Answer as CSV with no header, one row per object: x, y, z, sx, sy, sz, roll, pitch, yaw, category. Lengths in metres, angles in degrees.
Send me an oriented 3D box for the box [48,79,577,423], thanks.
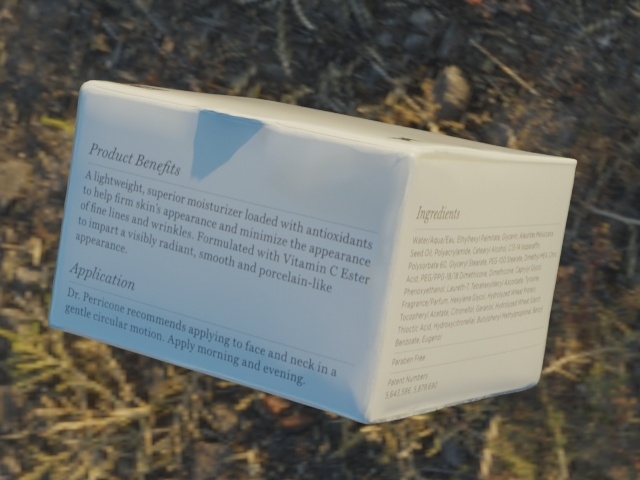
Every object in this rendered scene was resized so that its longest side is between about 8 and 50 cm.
0.000,0.000,0.735,0.181,0.182,0.119,14,98,31,box
